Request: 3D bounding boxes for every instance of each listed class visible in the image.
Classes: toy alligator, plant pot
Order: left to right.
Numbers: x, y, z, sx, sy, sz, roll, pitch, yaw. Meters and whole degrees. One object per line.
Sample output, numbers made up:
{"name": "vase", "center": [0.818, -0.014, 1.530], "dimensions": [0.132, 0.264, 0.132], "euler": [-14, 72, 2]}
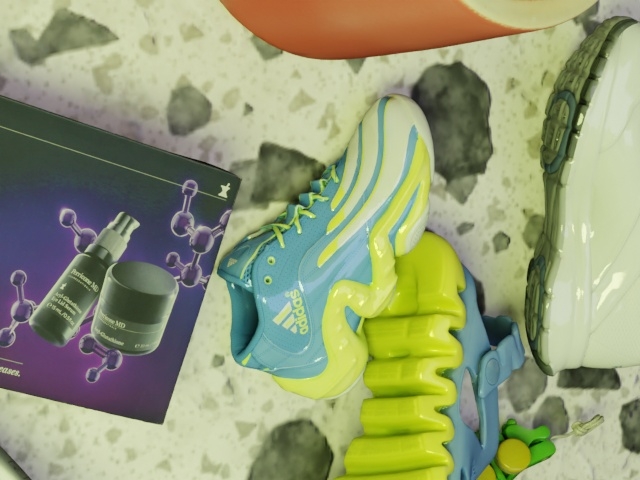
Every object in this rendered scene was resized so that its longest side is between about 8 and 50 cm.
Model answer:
{"name": "plant pot", "center": [0.075, -0.249, 1.203], "dimensions": [0.275, 0.243, 0.275], "euler": [-8, 105, -32]}
{"name": "toy alligator", "center": [0.152, 0.174, 1.464], "dimensions": [0.189, 0.056, 0.051], "euler": [-28, 74, -25]}

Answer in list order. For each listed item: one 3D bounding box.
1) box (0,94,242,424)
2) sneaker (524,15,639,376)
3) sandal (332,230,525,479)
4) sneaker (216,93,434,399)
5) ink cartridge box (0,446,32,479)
{"name": "box", "center": [-0.206, 0.001, 1.163], "dimensions": [0.261, 0.103, 0.184], "euler": [17, 88, -34]}
{"name": "sneaker", "center": [0.241, -0.034, 1.419], "dimensions": [0.129, 0.111, 0.297], "euler": [3, 108, -4]}
{"name": "sandal", "center": [0.090, 0.159, 1.355], "dimensions": [0.138, 0.126, 0.317], "euler": [22, 76, -44]}
{"name": "sneaker", "center": [0.000, 0.000, 1.300], "dimensions": [0.126, 0.091, 0.240], "euler": [12, 94, -34]}
{"name": "ink cartridge box", "center": [-0.287, 0.223, 1.140], "dimensions": [0.232, 0.066, 0.189], "euler": [-43, 88, -2]}
